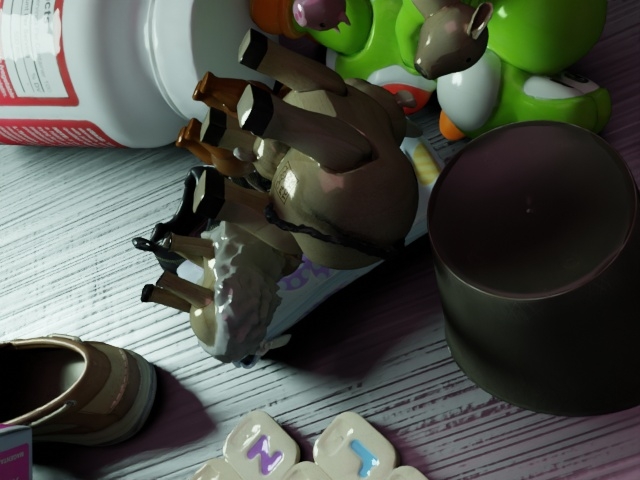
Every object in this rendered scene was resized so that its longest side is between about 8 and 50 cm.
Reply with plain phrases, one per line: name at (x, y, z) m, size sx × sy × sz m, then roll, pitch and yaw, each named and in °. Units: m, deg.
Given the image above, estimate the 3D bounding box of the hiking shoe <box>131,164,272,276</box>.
hiking shoe at (-0.075, -0.043, 0.778) m, size 0.227 × 0.114 × 0.086 m, roll -44°, pitch 57°, yaw -3°

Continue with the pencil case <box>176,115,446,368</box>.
pencil case at (0.000, 0.000, 0.723) m, size 0.273 × 0.113 × 0.124 m, roll -37°, pitch 36°, yaw 1°

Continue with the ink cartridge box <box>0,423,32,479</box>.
ink cartridge box at (-0.342, 0.316, 0.695) m, size 0.186 × 0.065 × 0.310 m, roll -1°, pitch 88°, yaw 23°

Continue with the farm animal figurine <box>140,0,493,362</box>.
farm animal figurine at (0.019, -0.105, 0.573) m, size 0.330 × 0.172 × 0.326 m, roll -49°, pitch 27°, yaw 44°

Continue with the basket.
basket at (0.168, 0.026, 0.574) m, size 0.205 × 0.227 × 0.154 m, roll 2°, pitch 66°, yaw 23°

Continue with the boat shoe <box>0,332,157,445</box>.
boat shoe at (-0.327, 0.150, 0.783) m, size 0.325 × 0.116 × 0.123 m, roll -14°, pitch 58°, yaw 16°

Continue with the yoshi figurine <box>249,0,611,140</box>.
yoshi figurine at (0.118, -0.221, 0.745) m, size 0.362 × 0.203 × 0.203 m, roll 30°, pitch 71°, yaw 27°

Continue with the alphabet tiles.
alphabet tiles at (-0.021, 0.288, 0.644) m, size 0.284 × 0.021 × 0.278 m, roll -48°, pitch 57°, yaw -6°

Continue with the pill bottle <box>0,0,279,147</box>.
pill bottle at (-0.266, -0.218, 0.880) m, size 0.408 × 0.229 × 0.228 m, roll 5°, pitch 67°, yaw 24°
